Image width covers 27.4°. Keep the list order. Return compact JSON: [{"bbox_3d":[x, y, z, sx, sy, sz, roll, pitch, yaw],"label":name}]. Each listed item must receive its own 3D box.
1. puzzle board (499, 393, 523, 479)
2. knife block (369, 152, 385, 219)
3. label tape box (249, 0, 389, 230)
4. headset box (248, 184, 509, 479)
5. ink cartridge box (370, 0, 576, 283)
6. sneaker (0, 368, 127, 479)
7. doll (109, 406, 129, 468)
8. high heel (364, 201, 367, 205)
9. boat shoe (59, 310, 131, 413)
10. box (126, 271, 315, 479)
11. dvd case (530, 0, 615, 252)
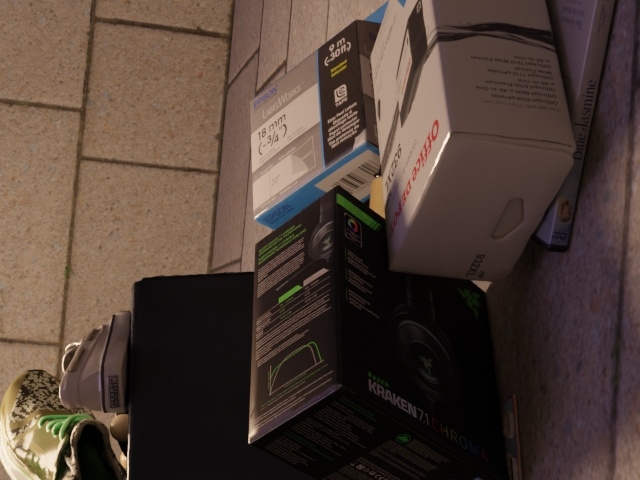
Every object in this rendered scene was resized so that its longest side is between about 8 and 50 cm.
[{"bbox_3d":[0.185,0.234,1.356,0.096,0.011,0.128,117,155,-60],"label":"puzzle board"},{"bbox_3d":[0.110,-0.033,1.651,0.242,0.088,0.276,-97,17,-47],"label":"knife block"},{"bbox_3d":[0.008,-0.199,1.930,0.240,0.106,0.334,-33,46,36],"label":"label tape box"},{"bbox_3d":[0.059,0.117,1.357,0.131,0.246,0.283,-35,36,30],"label":"headset box"},{"bbox_3d":[0.144,-0.146,1.342,0.223,0.129,0.308,110,161,-51],"label":"ink cartridge box"},{"bbox_3d":[-0.315,0.286,1.747,0.410,0.158,0.182,53,132,45],"label":"sneaker"},{"bbox_3d":[-0.264,0.275,1.826,0.189,0.046,0.129,104,153,-71],"label":"doll"},{"bbox_3d":[0.000,0.000,2.111,0.186,0.093,0.261,-90,21,-53],"label":"high heel"},{"bbox_3d":[-0.282,0.157,1.666,0.267,0.088,0.096,-106,13,-73],"label":"boat shoe"},{"bbox_3d":[-0.085,0.368,1.686,0.472,0.297,0.480,88,177,-46],"label":"box"},{"bbox_3d":[0.227,-0.131,1.305,0.180,0.022,0.253,-126,43,-72],"label":"dvd case"}]
